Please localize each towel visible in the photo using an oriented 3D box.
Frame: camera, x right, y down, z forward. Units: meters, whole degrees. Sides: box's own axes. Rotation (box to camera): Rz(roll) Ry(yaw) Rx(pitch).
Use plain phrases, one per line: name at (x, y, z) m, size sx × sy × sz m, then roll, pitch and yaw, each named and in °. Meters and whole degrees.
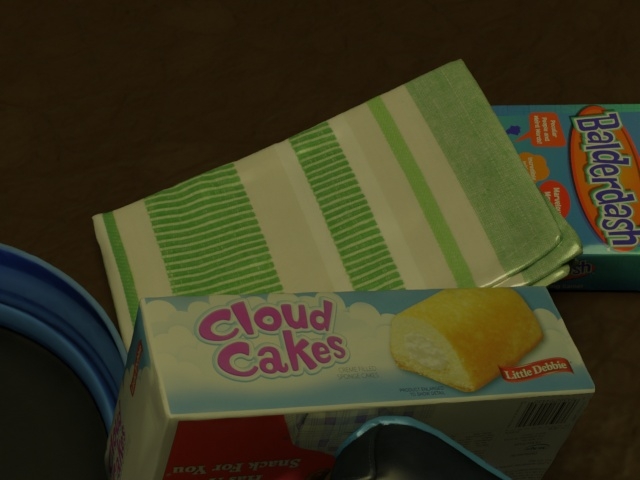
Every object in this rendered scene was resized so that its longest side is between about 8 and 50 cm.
towel at (0.000, 0.000, 0.997) m, size 0.325 × 0.038 × 0.248 m, roll -24°, pitch 47°, yaw 0°

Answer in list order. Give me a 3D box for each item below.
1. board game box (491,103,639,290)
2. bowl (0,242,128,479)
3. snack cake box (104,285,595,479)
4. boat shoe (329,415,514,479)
board game box at (0.165, -0.036, 1.050) m, size 0.210 × 0.047 × 0.160 m, roll 0°, pitch 50°, yaw 5°
bowl at (-0.306, 0.164, 0.901) m, size 0.391 × 0.077 × 0.391 m, roll -3°, pitch 50°, yaw 3°
snack cake box at (0.013, 0.112, 0.821) m, size 0.264 × 0.152 × 0.089 m, roll -1°, pitch 47°, yaw -21°
boat shoe at (0.111, 0.199, 0.731) m, size 0.258 × 0.109 × 0.089 m, roll 26°, pitch 39°, yaw 2°
